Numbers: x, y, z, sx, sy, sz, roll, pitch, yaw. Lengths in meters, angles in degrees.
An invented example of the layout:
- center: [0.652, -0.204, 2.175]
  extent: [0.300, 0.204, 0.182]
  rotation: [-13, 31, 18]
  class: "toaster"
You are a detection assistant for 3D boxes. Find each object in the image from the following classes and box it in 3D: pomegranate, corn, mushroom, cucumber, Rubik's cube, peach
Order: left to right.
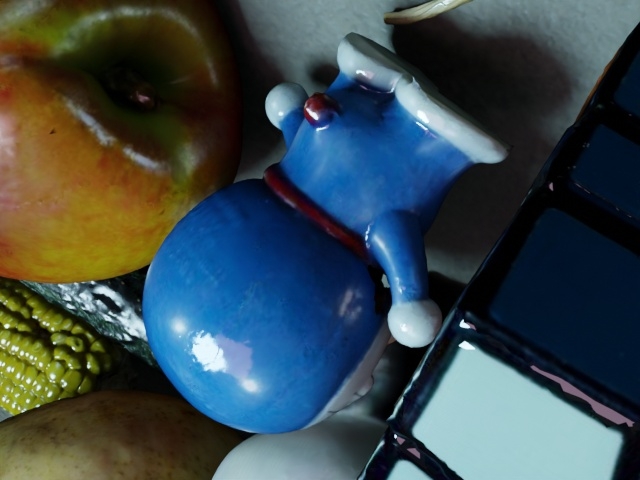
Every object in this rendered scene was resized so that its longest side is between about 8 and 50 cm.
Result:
- center: [-0.307, 0.080, 1.163]
  extent: [0.321, 0.119, 0.119]
  rotation: [31, 138, 12]
  class: "corn"
- center: [-0.201, -0.087, 0.894]
  extent: [0.274, 0.245, 0.249]
  rotation: [-18, 87, 54]
  class: "peach"
- center: [-0.180, 0.272, 1.030]
  extent: [0.322, 0.322, 0.322]
  rotation: [19, 135, 21]
  class: "pomegranate"
- center: [-0.170, 0.050, 1.068]
  extent: [0.303, 0.072, 0.081]
  rotation: [32, 138, 8]
  class: "cucumber"
- center: [0.150, -0.155, 0.704]
  extent: [0.286, 0.026, 0.028]
  rotation: [-11, 103, 43]
  class: "mushroom"
- center: [0.199, 0.105, 0.697]
  extent: [0.288, 0.283, 0.293]
  rotation: [32, 141, 6]
  class: "Rubik's cube"

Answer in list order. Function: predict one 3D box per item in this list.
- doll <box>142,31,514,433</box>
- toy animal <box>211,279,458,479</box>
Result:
- center: [0.000, 0.000, 0.788]
  extent: [0.161, 0.257, 0.215]
  rotation: [33, -169, -44]
  class: "doll"
- center: [0.034, 0.187, 0.904]
  extent: [0.212, 0.267, 0.213]
  rotation: [18, 138, 17]
  class: "toy animal"
